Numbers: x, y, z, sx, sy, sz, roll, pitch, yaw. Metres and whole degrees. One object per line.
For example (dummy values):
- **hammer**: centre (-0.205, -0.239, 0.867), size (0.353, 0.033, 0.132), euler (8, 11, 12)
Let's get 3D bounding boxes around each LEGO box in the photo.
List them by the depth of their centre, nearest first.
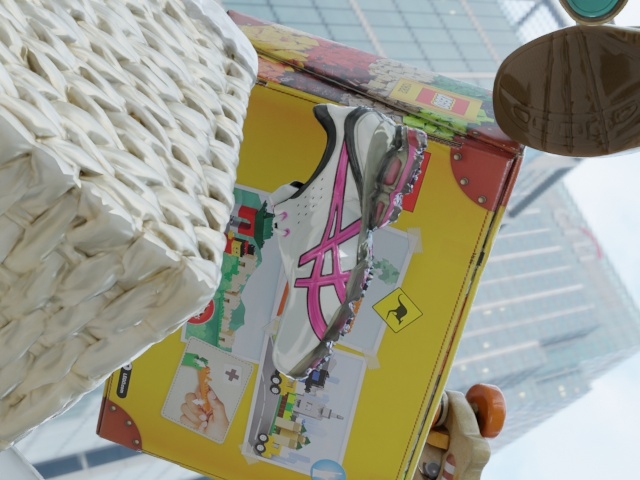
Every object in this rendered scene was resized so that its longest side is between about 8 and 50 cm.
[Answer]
- **LEGO box**: centre (-0.015, 0.042, 1.262), size (0.372, 0.193, 0.500), euler (19, -64, 7)

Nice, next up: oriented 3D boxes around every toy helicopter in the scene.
- **toy helicopter**: centre (0.180, 0.375, 1.552), size (0.355, 0.140, 0.235), euler (-104, -148, -46)

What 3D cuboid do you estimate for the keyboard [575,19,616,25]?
- **keyboard**: centre (0.308, -0.316, 1.307), size (0.072, 0.014, 0.256), euler (38, -26, 62)

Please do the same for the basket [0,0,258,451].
- **basket**: centre (-0.251, -0.057, 0.614), size (0.331, 0.328, 0.266), euler (-35, -147, 21)

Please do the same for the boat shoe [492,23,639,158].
- **boat shoe**: centre (0.311, -0.134, 0.995), size (0.341, 0.110, 0.122), euler (3, -87, 45)

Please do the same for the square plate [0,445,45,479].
- **square plate**: centre (-0.271, 0.333, 0.819), size (0.344, 0.049, 0.347), euler (-35, -79, 17)

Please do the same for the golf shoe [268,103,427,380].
- **golf shoe**: centre (0.000, 0.000, 0.735), size (0.067, 0.085, 0.186), euler (-83, -165, -83)

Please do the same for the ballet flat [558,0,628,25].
- **ballet flat**: centre (0.220, -0.285, 0.917), size (0.080, 0.073, 0.232), euler (-7, -96, 16)
